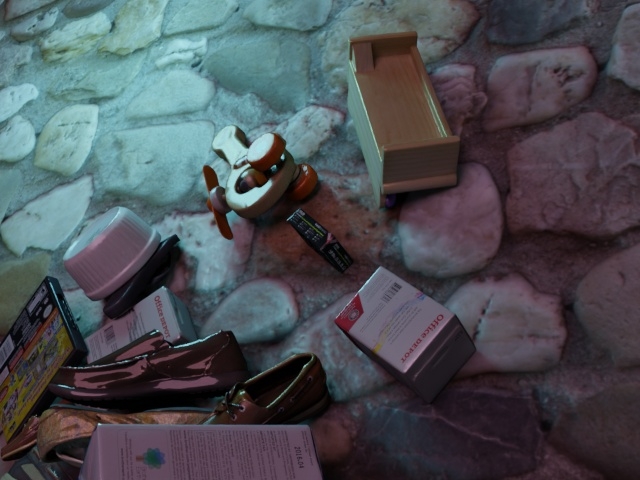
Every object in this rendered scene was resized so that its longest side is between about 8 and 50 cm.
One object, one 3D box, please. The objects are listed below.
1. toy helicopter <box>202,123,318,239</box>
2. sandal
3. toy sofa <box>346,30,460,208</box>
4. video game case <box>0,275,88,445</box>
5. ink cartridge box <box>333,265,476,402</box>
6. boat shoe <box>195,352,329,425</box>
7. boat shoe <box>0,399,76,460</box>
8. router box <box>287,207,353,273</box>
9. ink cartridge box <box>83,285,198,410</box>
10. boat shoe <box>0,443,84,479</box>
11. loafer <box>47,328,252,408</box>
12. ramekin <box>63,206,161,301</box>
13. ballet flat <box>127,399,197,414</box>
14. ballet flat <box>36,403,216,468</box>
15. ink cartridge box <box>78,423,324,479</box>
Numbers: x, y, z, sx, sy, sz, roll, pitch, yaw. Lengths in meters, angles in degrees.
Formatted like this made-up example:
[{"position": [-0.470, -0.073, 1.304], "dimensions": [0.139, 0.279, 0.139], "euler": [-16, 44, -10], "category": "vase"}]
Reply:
[{"position": [-0.174, -0.152, 1.790], "dimensions": [0.235, 0.140, 0.355], "euler": [-46, 36, 6], "category": "toy helicopter"}, {"position": [-0.373, 0.082, 1.735], "dimensions": [0.097, 0.054, 0.254], "euler": [-24, 25, 41], "category": "sandal"}, {"position": [0.158, -0.244, 1.644], "dimensions": [0.150, 0.177, 0.362], "euler": [-8, 50, -5], "category": "toy sofa"}, {"position": [-0.606, 0.253, 1.728], "dimensions": [0.275, 0.035, 0.248], "euler": [-53, 45, 13], "category": "video game case"}, {"position": [0.141, 0.156, 1.353], "dimensions": [0.128, 0.127, 0.176], "euler": [-47, 47, -9], "category": "ink cartridge box"}, {"position": [-0.128, 0.284, 1.362], "dimensions": [0.307, 0.104, 0.111], "euler": [-31, 43, -24], "category": "boat shoe"}, {"position": [-0.561, 0.379, 1.637], "dimensions": [0.178, 0.064, 0.060], "euler": [-32, 69, -1], "category": "boat shoe"}, {"position": [0.000, 0.000, 1.574], "dimensions": [0.038, 0.092, 0.122], "euler": [-44, 48, -5], "category": "router box"}, {"position": [-0.354, 0.213, 1.629], "dimensions": [0.208, 0.087, 0.153], "euler": [-34, 46, 6], "category": "ink cartridge box"}, {"position": [-0.446, 0.450, 1.482], "dimensions": [0.356, 0.132, 0.130], "euler": [9, 63, 34], "category": "boat shoe"}, {"position": [-0.311, 0.232, 1.503], "dimensions": [0.366, 0.134, 0.130], "euler": [-4, 72, -3], "category": "loafer"}, {"position": [-0.456, 0.021, 1.763], "dimensions": [0.207, 0.109, 0.207], "euler": [-35, 21, 16], "category": "ramekin"}, {"position": [-0.293, 0.324, 1.553], "dimensions": [0.173, 0.049, 0.057], "euler": [9, 40, 28], "category": "ballet flat"}, {"position": [-0.330, 0.358, 1.444], "dimensions": [0.349, 0.123, 0.123], "euler": [2, 55, 3], "category": "ballet flat"}, {"position": [-0.131, 0.414, 1.172], "dimensions": [0.151, 0.396, 0.270], "euler": [118, 147, -42], "category": "ink cartridge box"}]
